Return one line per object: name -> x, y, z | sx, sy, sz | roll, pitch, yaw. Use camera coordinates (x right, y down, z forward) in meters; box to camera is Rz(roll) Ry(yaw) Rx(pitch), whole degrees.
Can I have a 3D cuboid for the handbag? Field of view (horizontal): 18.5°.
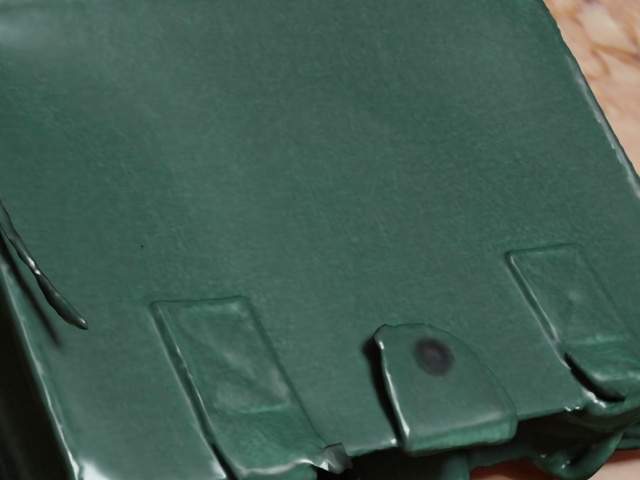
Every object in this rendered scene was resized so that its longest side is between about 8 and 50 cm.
handbag -> 0.000, -0.001, 0.787 | 0.326, 0.089, 0.238 | -6, 55, -37
